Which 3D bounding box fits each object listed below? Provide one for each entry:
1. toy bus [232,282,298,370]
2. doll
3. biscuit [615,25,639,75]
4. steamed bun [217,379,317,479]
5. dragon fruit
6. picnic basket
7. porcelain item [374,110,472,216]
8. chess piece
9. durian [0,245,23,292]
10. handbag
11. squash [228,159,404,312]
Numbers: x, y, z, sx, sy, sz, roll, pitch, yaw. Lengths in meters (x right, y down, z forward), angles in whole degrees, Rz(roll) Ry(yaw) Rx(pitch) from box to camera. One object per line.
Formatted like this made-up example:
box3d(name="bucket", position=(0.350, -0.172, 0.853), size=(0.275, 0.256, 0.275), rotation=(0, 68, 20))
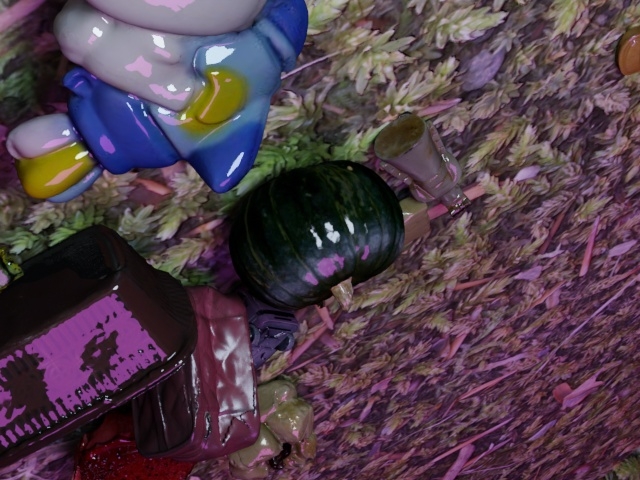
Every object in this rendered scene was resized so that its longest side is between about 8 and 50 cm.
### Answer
box3d(name="toy bus", position=(-0.120, 0.138, 1.607), size=(0.178, 0.098, 0.087), rotation=(-44, 145, 25))
box3d(name="doll", position=(-0.141, -0.195, 1.064), size=(0.376, 0.187, 0.365), rotation=(6, 131, -7))
box3d(name="biscuit", position=(0.467, -0.269, 1.592), size=(0.140, 0.023, 0.118), rotation=(-32, 148, 0))
box3d(name="steamed bun", position=(-0.089, 0.323, 1.878), size=(0.192, 0.106, 0.177), rotation=(-24, 146, -9))
box3d(name="dragon fruit", position=(-0.268, 0.320, 1.700), size=(0.261, 0.163, 0.189), rotation=(-57, 174, 30))
box3d(name="picnic basket", position=(-0.302, 0.102, 1.326), size=(0.297, 0.222, 0.129), rotation=(-29, 126, -2))
box3d(name="porcelain item", position=(0.144, -0.093, 1.537), size=(0.084, 0.054, 0.213), rotation=(-35, 148, 11))
box3d(name="chess piece", position=(0.064, 0.006, 1.597), size=(0.200, 0.090, 0.090), rotation=(-30, 149, -15))
box3d(name="durian", position=(-0.428, 0.038, 1.211), size=(0.221, 0.095, 0.137), rotation=(-31, 113, 4))
box3d(name="handbag", position=(-0.168, 0.170, 1.489), size=(0.135, 0.225, 0.146), rotation=(7, 160, -42))
box3d(name="squash", position=(-0.003, -0.005, 1.425), size=(0.218, 0.172, 0.218), rotation=(-20, 147, -13))
